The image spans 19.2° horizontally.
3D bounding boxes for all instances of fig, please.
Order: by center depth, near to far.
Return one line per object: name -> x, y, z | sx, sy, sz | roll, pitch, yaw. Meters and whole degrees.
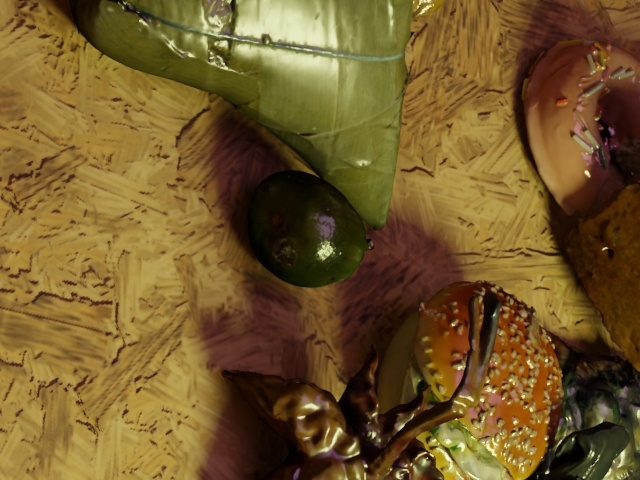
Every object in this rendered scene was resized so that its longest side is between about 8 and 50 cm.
fig -> 0.000, 0.000, 1.880 | 0.177, 0.117, 0.117 | 33, 57, -60

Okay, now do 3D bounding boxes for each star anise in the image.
star anise -> 0.042, 0.169, 1.793 | 0.237, 0.346, 0.148 | 50, 12, -5

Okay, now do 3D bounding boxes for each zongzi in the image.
zongzi -> -0.068, -0.153, 1.826 | 0.356, 0.174, 0.392 | -13, 119, -29

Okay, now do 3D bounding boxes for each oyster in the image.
oyster -> 0.332, 0.231, 2.153 | 0.361, 0.096, 0.221 | 19, 75, -38

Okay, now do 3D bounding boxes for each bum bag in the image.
bum bag -> 0.233, 0.288, 1.986 | 0.060, 0.248, 0.123 | 49, 21, 26

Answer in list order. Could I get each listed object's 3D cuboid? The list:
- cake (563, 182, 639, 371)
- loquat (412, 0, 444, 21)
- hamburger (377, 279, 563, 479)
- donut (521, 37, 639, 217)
cake -> 0.452, 0.004, 2.206 | 0.293, 0.196, 0.198 | -21, 76, -47
loquat -> 0.075, -0.274, 1.976 | 0.137, 0.137, 0.113 | -52, 139, -37
hamburger -> 0.161, 0.153, 1.954 | 0.237, 0.147, 0.236 | 5, 83, -42
donut -> 0.329, -0.146, 2.228 | 0.233, 0.085, 0.199 | -26, 99, -45
